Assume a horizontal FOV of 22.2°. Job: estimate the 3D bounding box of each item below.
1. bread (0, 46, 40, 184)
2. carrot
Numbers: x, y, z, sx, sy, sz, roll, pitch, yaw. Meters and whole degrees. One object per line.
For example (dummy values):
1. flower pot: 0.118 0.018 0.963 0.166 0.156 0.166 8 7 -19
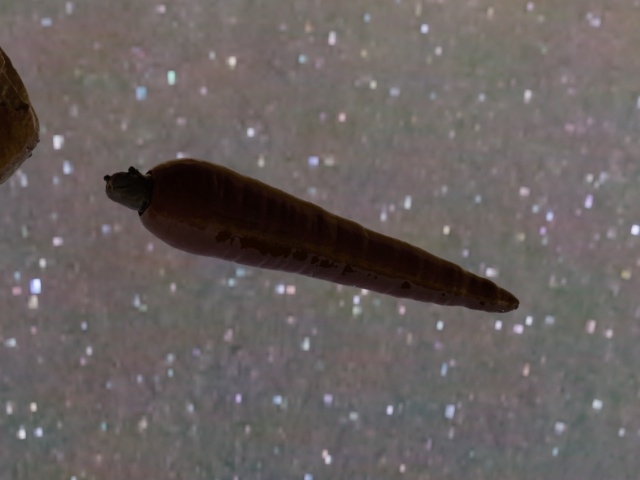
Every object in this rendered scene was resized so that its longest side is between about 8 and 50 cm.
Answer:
1. bread: -0.360 -0.134 1.438 0.099 0.235 0.210 -12 -156 40
2. carrot: 0.000 0.000 1.196 0.336 0.069 0.069 16 -142 -21
